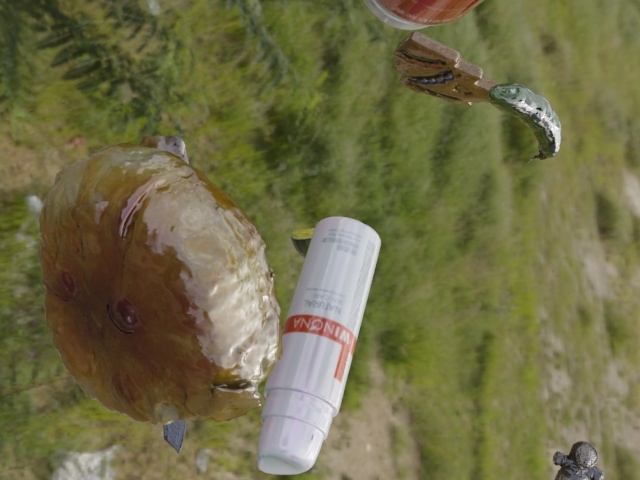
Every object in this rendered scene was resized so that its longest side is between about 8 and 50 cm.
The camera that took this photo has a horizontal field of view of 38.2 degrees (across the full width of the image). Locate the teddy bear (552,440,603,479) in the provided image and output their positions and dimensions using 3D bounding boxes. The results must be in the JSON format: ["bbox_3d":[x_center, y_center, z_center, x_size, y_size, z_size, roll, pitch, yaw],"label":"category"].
[{"bbox_3d":[0.561,0.522,2.055,0.160,0.119,0.078,-63,178,-7],"label":"teddy bear"}]

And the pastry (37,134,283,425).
[{"bbox_3d":[-0.123,0.041,0.683,0.229,0.218,0.100,36,38,13],"label":"pastry"}]

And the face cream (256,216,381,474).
[{"bbox_3d":[-0.004,0.135,1.214,0.102,0.102,0.345,45,49,-41],"label":"face cream"}]

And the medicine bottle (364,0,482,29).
[{"bbox_3d":[0.110,-0.267,0.813,0.250,0.131,0.131,174,-84,-79],"label":"medicine bottle"}]

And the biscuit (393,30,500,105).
[{"bbox_3d":[0.264,-0.386,2.120,0.301,0.278,0.043,33,76,-50],"label":"biscuit"}]

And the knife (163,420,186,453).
[{"bbox_3d":[-0.277,0.291,1.762,0.060,0.028,0.230,11,58,-30],"label":"knife"}]

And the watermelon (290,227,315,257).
[{"bbox_3d":[0.002,0.011,2.248,0.092,0.182,0.075,-42,119,-55],"label":"watermelon"}]

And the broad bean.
[{"bbox_3d":[0.294,-0.167,1.291,0.227,0.069,0.039,39,23,-53],"label":"broad bean"}]
